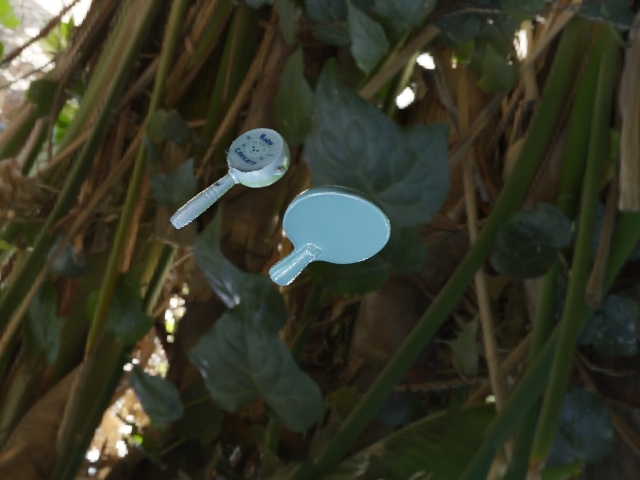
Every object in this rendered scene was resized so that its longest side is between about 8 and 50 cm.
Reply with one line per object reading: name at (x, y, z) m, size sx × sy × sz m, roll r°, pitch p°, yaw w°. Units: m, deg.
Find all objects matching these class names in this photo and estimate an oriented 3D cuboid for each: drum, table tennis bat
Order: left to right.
drum at (-0.175, -0.123, 1.447) m, size 0.253 × 0.130 × 0.049 m, roll -27°, pitch 141°, yaw -4°
table tennis bat at (0.000, 0.000, 1.143) m, size 0.149 × 0.038 × 0.237 m, roll 28°, pitch 136°, yaw -20°
